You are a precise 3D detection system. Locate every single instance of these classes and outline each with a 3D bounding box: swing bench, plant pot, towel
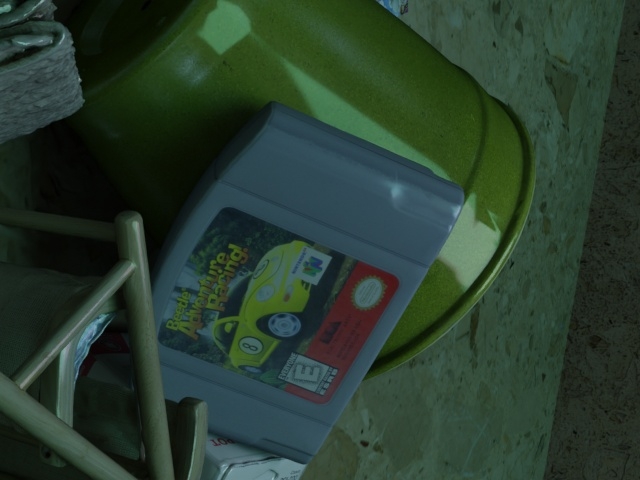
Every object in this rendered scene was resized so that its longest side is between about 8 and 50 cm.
[{"bbox_3d":[-0.235,0.111,0.741,0.165,0.253,0.255,-53,140,-41],"label":"swing bench"},{"bbox_3d":[-0.048,-0.109,0.931,0.353,0.366,0.367,44,58,-34],"label":"plant pot"},{"bbox_3d":[-0.241,-0.081,0.633,0.282,0.187,0.049,178,-110,-80],"label":"towel"}]

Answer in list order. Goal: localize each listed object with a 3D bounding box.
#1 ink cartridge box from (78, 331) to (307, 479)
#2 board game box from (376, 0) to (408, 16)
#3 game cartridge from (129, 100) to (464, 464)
[{"bbox_3d":[-0.139,0.180,0.952,0.158,0.218,0.092,12,107,-61],"label":"ink cartridge box"},{"bbox_3d":[0.097,-0.363,1.440,0.090,0.020,0.090,-37,128,-50],"label":"board game box"},{"bbox_3d":[-0.038,0.044,0.816,0.060,0.196,0.294,-86,-159,-63],"label":"game cartridge"}]
